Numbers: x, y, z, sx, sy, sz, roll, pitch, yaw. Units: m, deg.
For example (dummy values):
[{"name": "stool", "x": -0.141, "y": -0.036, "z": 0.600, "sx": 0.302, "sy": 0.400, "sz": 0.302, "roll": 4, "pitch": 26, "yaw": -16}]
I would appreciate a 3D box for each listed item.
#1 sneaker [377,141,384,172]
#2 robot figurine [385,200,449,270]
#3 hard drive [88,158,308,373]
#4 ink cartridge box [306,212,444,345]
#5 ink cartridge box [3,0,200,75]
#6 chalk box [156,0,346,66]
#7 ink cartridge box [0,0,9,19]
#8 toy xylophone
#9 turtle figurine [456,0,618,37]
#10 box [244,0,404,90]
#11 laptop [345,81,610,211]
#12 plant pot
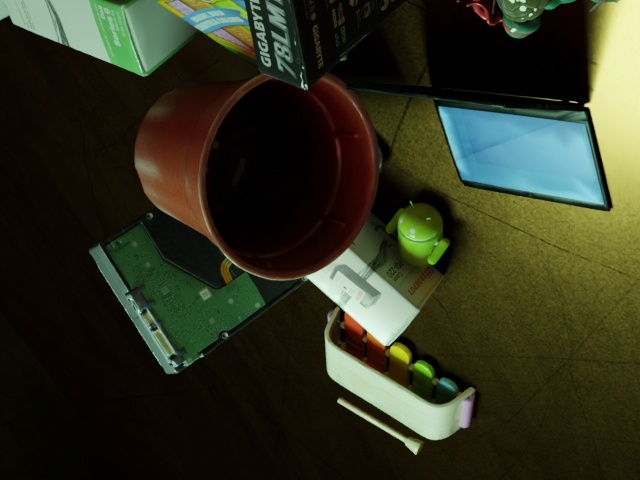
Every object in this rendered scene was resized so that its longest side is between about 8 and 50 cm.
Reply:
[{"name": "sneaker", "x": 0.005, "y": -0.145, "z": 1.574, "sx": 0.190, "sy": 0.083, "sz": 0.071, "roll": 35, "pitch": 149, "yaw": 13}, {"name": "robot figurine", "x": 0.148, "y": -0.008, "z": 1.588, "sx": 0.101, "sy": 0.067, "sz": 0.115, "roll": 40, "pitch": 153, "yaw": 32}, {"name": "hard drive", "x": -0.166, "y": 0.024, "z": 1.711, "sx": 0.237, "sy": 0.339, "sz": 0.064, "roll": 58, "pitch": 149, "yaw": -7}, {"name": "ink cartridge box", "x": 0.067, "y": 0.038, "z": 1.643, "sx": 0.218, "sy": 0.158, "sz": 0.092, "roll": 43, "pitch": 117, "yaw": 3}, {"name": "ink cartridge box", "x": -0.290, "y": -0.370, "z": 1.511, "sx": 0.289, "sy": 0.211, "sz": 0.122, "roll": 24, "pitch": 146, "yaw": 31}, {"name": "chalk box", "x": -0.095, "y": -0.345, "z": 1.222, "sx": 0.289, "sy": 0.180, "sz": 0.179, "roll": 30, "pitch": 164, "yaw": -39}, {"name": "ink cartridge box", "x": -0.549, "y": -0.518, "z": 1.703, "sx": 0.273, "sy": 0.114, "sz": 0.197, "roll": 51, "pitch": 151, "yaw": 5}, {"name": "toy xylophone", "x": 0.125, "y": 0.262, "z": 1.958, "sx": 0.322, "sy": 0.081, "sz": 0.236, "roll": 34, "pitch": 150, "yaw": 16}, {"name": "turtle figurine", "x": 0.230, "y": -0.284, "z": 1.085, "sx": 0.175, "sy": 0.118, "sz": 0.234, "roll": 33, "pitch": 144, "yaw": 18}, {"name": "box", "x": 0.030, "y": -0.348, "z": 1.056, "sx": 0.073, "sy": 0.293, "sz": 0.296, "roll": 24, "pitch": 146, "yaw": 29}, {"name": "laptop", "x": 0.197, "y": -0.114, "z": 1.315, "sx": 0.234, "sy": 0.264, "sz": 0.137, "roll": 13, "pitch": 103, "yaw": 42}, {"name": "plant pot", "x": -0.108, "y": -0.107, "z": 1.457, "sx": 0.265, "sy": 0.272, "sz": 0.272, "roll": 18, "pitch": 143, "yaw": 53}]
